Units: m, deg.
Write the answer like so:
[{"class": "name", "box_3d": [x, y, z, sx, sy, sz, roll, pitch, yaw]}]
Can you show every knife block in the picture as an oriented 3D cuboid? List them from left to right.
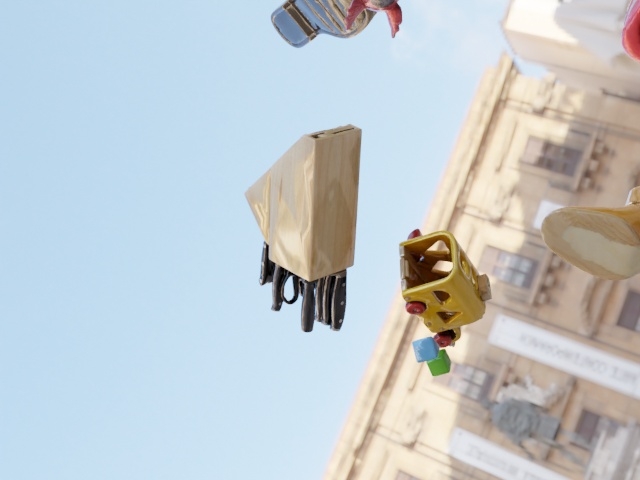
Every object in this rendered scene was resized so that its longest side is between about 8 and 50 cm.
[{"class": "knife block", "box_3d": [0.000, 0.000, 1.435, 0.088, 0.242, 0.275, -19, -12, -37]}]

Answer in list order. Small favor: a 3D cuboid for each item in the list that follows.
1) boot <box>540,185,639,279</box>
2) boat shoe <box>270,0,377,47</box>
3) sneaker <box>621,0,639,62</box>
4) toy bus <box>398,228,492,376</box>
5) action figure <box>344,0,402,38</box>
[{"class": "boot", "box_3d": [0.484, -0.027, 1.575, 0.211, 0.295, 0.104, -72, -3, -58]}, {"class": "boat shoe", "box_3d": [0.018, -0.393, 1.633, 0.104, 0.307, 0.111, -45, -67, -16]}, {"class": "sneaker", "box_3d": [0.356, -0.229, 0.825, 0.118, 0.107, 0.279, -56, 7, -34]}, {"class": "toy bus", "box_3d": [0.186, 0.074, 1.427, 0.191, 0.104, 0.202, 70, -158, -6]}, {"class": "action figure", "box_3d": [0.086, -0.349, 0.896, 0.248, 0.275, 0.370, -20, -52, -29]}]
